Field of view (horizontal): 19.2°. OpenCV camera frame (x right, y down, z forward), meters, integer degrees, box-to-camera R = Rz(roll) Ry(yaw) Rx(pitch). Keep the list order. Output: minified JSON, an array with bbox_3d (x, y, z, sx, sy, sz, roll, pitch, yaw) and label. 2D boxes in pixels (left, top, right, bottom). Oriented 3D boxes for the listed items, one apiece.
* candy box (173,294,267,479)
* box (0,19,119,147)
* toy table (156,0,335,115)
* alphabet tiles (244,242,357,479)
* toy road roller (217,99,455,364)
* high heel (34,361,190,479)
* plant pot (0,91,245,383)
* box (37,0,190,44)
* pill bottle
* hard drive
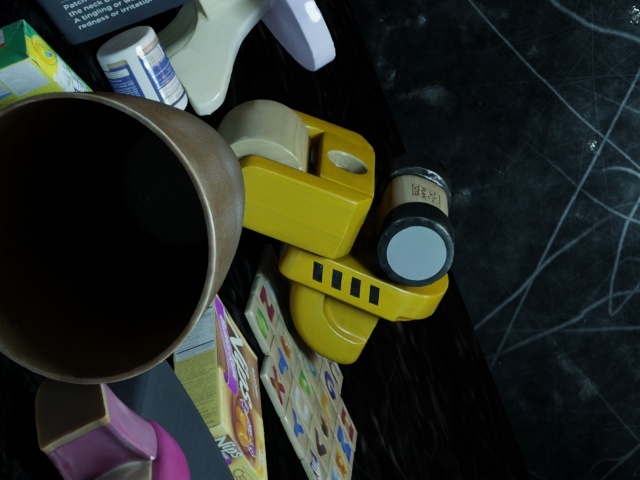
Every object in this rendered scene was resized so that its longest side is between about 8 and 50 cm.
[{"bbox_3d":[-0.100,0.153,1.852,0.186,0.053,0.109,-95,161,-49],"label":"candy box"},{"bbox_3d":[-0.239,-0.104,1.523,0.179,0.105,0.043,52,22,-58],"label":"box"},{"bbox_3d":[-0.124,-0.270,2.057,0.274,0.161,0.252,54,-10,32],"label":"toy table"},{"bbox_3d":[-0.019,0.166,2.303,0.342,0.011,0.285,-78,145,-70],"label":"alphabet tiles"},{"bbox_3d":[0.000,0.000,2.288,0.329,0.240,0.202,23,24,-9],"label":"toy road roller"},{"bbox_3d":[-0.126,0.266,1.354,0.377,0.127,0.181,-97,161,-46],"label":"high heel"},{"bbox_3d":[-0.145,-0.023,1.464,0.215,0.215,0.230,68,19,-5],"label":"plant pot"},{"bbox_3d":[-0.240,-0.537,1.794,0.472,0.297,0.480,58,15,-52],"label":"box"},{"bbox_3d":[-0.181,-0.159,1.983,0.067,0.067,0.120,-87,154,-63],"label":"pill bottle"},{"bbox_3d":[-0.119,0.223,1.633,0.172,0.054,0.254,-86,152,-64],"label":"hard drive"}]
